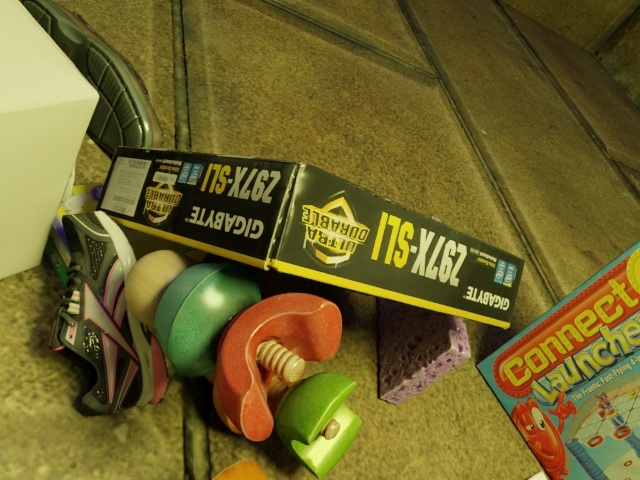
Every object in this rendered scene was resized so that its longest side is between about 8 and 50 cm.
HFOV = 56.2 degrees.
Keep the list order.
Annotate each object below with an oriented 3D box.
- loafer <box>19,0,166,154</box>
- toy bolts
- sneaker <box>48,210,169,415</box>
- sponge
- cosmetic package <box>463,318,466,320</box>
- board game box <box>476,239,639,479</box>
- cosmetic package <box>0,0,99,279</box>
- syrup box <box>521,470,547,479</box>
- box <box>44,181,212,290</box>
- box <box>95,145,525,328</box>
[{"bbox_3d":[-0.260,-0.201,0.721,0.267,0.096,0.084,48,32,15],"label":"loafer"},{"bbox_3d":[-0.087,0.118,0.465,0.158,0.228,0.218,27,53,29],"label":"toy bolts"},{"bbox_3d":[-0.187,0.060,0.494,0.077,0.072,0.178,-16,83,-37],"label":"sneaker"},{"bbox_3d":[0.115,0.078,0.716,0.031,0.117,0.210,29,37,-21],"label":"sponge"},{"bbox_3d":[0.169,0.080,0.824,0.115,0.041,0.060,2,50,-39],"label":"cosmetic package"},{"bbox_3d":[0.378,0.186,0.668,0.086,0.308,0.302,-7,55,-42],"label":"board game box"},{"bbox_3d":[-0.357,-0.035,0.364,0.156,0.217,0.385,46,36,10],"label":"cosmetic package"},{"bbox_3d":[0.131,0.296,0.521,0.237,0.096,0.093,-5,56,-43],"label":"syrup box"},{"bbox_3d":[-0.191,-0.013,0.621,0.179,0.043,0.105,-16,63,-50],"label":"box"},{"bbox_3d":[0.000,0.000,0.563,0.322,0.257,0.079,18,84,-45],"label":"box"}]
